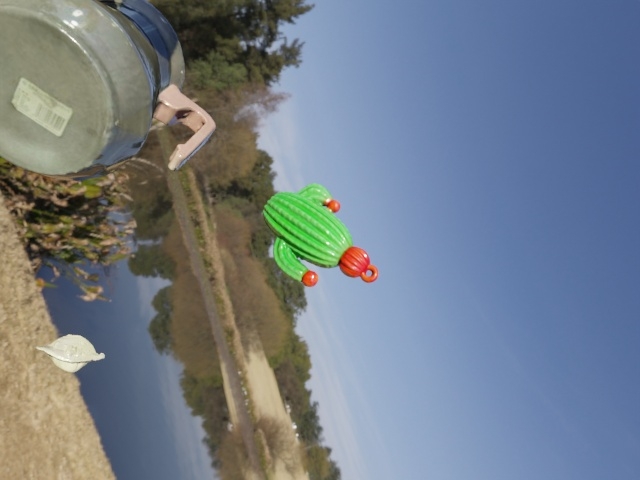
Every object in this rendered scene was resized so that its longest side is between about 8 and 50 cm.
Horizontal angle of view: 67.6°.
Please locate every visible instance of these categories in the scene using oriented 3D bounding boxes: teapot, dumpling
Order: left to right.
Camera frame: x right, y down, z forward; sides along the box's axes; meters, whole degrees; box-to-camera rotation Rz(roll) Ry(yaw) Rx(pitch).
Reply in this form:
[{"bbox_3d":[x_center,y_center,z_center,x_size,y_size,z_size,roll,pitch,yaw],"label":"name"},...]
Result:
[{"bbox_3d":[-0.346,0.155,0.667,0.076,0.057,0.052,51,42,-21],"label":"dumpling"},{"bbox_3d":[-0.374,-0.275,0.844,0.305,0.376,0.361,-46,-162,28],"label":"teapot"}]

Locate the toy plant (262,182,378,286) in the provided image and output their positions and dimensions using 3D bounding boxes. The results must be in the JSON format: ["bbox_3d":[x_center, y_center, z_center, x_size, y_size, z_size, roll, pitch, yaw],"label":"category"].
[{"bbox_3d":[-0.014,0.002,0.858,0.240,0.155,0.088,63,0,26],"label":"toy plant"}]
